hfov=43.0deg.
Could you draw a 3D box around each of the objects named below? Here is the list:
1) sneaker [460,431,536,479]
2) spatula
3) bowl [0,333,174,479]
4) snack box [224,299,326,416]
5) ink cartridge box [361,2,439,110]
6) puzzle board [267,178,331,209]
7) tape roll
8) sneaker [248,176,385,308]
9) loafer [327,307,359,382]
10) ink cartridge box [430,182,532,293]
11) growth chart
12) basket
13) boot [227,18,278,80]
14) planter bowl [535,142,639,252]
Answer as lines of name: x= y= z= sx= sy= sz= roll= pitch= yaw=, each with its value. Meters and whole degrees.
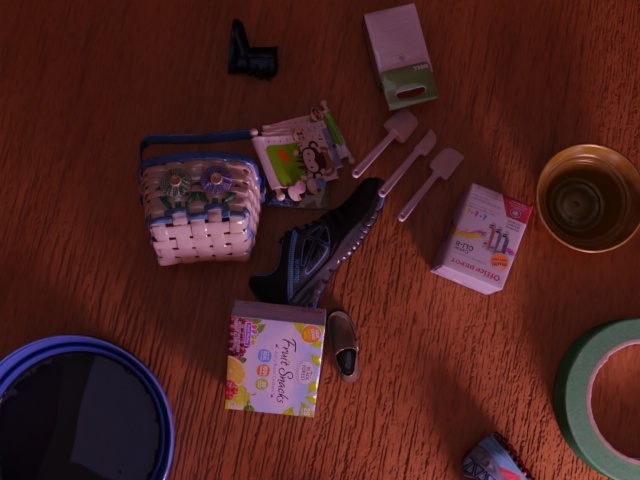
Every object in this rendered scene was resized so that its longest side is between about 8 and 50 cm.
sneaker: x=0.362 y=0.498 z=1.539 sx=0.125 sy=0.104 sz=0.261 roll=-35 pitch=80 yaw=11
spatula: x=0.166 y=-0.152 z=1.600 sx=0.168 sy=0.019 sz=0.242 roll=43 pitch=55 yaw=-1
bowl: x=-0.468 y=0.373 z=1.528 sx=0.392 sy=0.077 sz=0.390 roll=0 pitch=82 yaw=-1
snack box: x=-0.085 y=0.221 z=1.518 sx=0.175 sy=0.070 sz=0.207 roll=7 pitch=116 yaw=-1
ink cartridge box: x=0.162 y=-0.367 z=1.659 sx=0.109 sy=0.062 sz=0.209 roll=-14 pitch=83 yaw=-4
puzzle board: x=-0.042 y=-0.112 z=1.643 sx=0.128 sy=0.011 sz=0.096 roll=3 pitch=83 yaw=-1
tape roll: x=0.618 y=0.310 z=1.570 sx=0.322 sy=0.077 sz=0.321 roll=0 pitch=83 yaw=-2
sneaker: x=0.000 y=0.000 z=1.571 sx=0.140 sy=0.125 sz=0.340 roll=36 pitch=82 yaw=5
loafer: x=0.049 y=0.203 z=1.580 sx=0.056 sy=0.050 sz=0.147 roll=-15 pitch=83 yaw=-4
ink cartridge box: x=0.310 y=0.001 z=1.578 sx=0.128 sy=0.127 sz=0.176 roll=21 pitch=83 yaw=1
growth chart: x=-0.031 y=-0.174 z=1.591 sx=0.237 sy=0.021 sz=0.171 roll=-27 pitch=86 yaw=-41
basket: x=-0.221 y=-0.102 z=1.555 sx=0.255 sy=0.201 sz=0.288 roll=-6 pitch=48 yaw=-3
boot: x=-0.136 y=-0.390 z=1.663 sx=0.099 sy=0.045 sz=0.121 roll=4 pitch=89 yaw=1
planter bowl: x=0.522 y=-0.079 z=1.614 sx=0.217 sy=0.090 sz=0.217 roll=0 pitch=82 yaw=-2
